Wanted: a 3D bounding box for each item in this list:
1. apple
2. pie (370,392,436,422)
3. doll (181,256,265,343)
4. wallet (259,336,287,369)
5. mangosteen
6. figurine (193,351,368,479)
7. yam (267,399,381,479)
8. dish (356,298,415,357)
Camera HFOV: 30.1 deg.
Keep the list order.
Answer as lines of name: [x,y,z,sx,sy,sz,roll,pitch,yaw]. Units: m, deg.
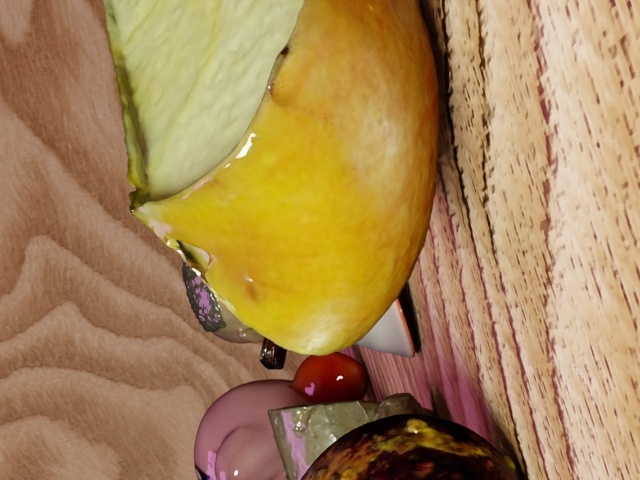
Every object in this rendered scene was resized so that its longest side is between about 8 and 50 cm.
apple: [-0.031,-0.101,0.664,0.346,0.179,0.254,-110,17,-47]
pie: [0.051,0.225,1.049,0.195,0.046,0.195,-45,-37,-48]
doll: [-0.139,0.015,2.181,0.247,0.247,0.350,146,112,-85]
wallet: [-0.044,0.074,1.729,0.122,0.031,0.232,83,-160,-79]
mangosteen: [0.074,0.221,0.788,0.217,0.192,0.192,31,-163,-28]
figurine: [-0.063,0.302,1.723,0.211,0.261,0.270,25,139,50]
yam: [0.042,0.320,1.491,0.161,0.161,0.268,90,163,-75]
dish: [0.000,0.000,1.085,0.260,0.085,0.260,159,90,-89]
